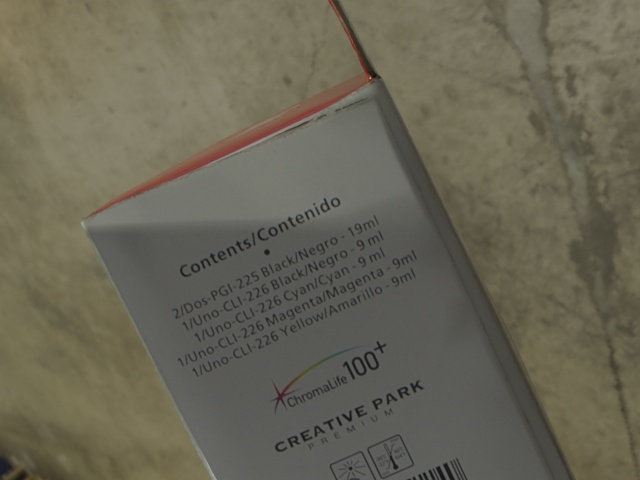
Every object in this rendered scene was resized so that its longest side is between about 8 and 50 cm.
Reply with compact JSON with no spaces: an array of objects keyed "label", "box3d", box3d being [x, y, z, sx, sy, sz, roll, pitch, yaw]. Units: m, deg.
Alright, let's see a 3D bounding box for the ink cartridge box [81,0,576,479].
[{"label":"ink cartridge box","box3d":[0.000,0.000,0.546,0.309,0.130,0.272,-76,-39,-81]}]
